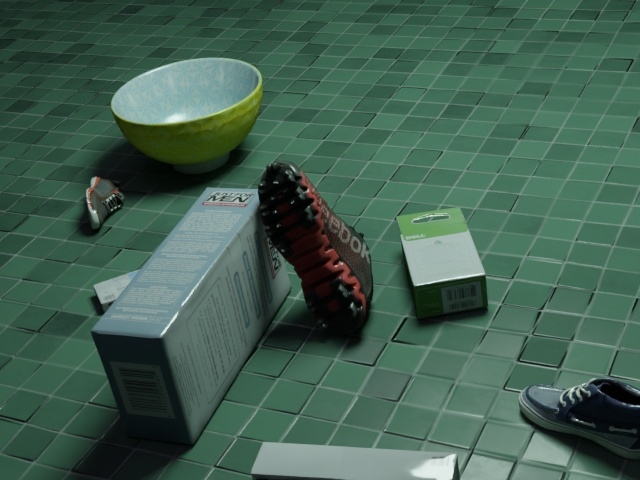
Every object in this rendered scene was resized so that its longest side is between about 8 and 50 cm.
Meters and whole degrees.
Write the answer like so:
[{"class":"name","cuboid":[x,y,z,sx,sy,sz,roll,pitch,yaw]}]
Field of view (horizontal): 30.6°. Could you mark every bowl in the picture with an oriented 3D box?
[{"class":"bowl","cuboid":[-0.242,-0.221,2.245,0.289,0.156,0.289,-7,31,4]}]

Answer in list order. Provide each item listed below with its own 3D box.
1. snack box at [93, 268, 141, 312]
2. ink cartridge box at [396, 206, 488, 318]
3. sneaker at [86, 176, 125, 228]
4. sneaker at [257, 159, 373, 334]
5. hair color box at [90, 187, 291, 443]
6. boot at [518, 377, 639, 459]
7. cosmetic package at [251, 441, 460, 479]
[{"class":"snack box","cuboid":[-0.279,0.067,1.921,0.178,0.022,0.064,-19,32,-14]},{"class":"ink cartridge box","cuboid":[0.185,0.031,1.812,0.109,0.062,0.209,-9,31,0]},{"class":"sneaker","cuboid":[-0.393,-0.076,2.149,0.065,0.061,0.158,-4,32,-3]},{"class":"sneaker","cuboid":[0.000,0.000,1.755,0.097,0.276,0.135,-24,7,31]},{"class":"hair color box","cuboid":[-0.172,0.096,1.689,0.113,0.185,0.374,3,34,22]},{"class":"boot","cuboid":[0.334,0.201,1.475,0.190,0.086,0.069,17,41,36]},{"class":"cosmetic package","cuboid":[0.045,0.300,1.388,0.239,0.099,0.060,0,35,16]}]
